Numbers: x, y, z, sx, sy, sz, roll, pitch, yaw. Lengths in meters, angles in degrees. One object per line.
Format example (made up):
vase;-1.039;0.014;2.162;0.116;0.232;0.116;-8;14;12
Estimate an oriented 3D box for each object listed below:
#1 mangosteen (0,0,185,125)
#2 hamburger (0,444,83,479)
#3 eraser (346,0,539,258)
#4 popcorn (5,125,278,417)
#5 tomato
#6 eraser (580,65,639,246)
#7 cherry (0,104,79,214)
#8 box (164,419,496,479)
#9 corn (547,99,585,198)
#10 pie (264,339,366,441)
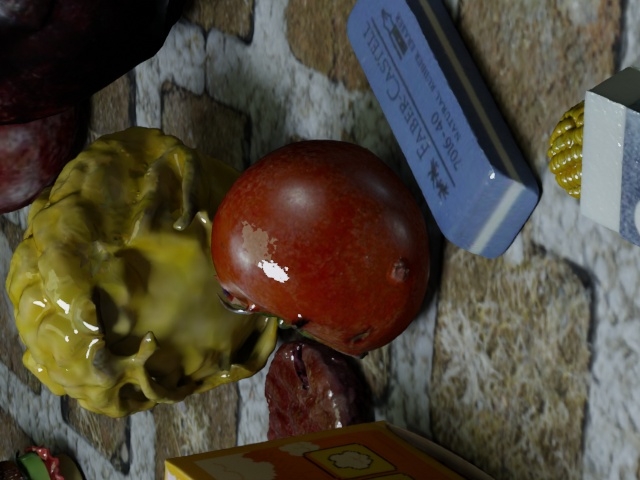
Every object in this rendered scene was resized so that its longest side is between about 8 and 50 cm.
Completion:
mangosteen;-0.271;-0.296;1.682;0.381;0.421;0.381;13;125;19
hamburger;-0.337;0.314;2.116;0.175;0.137;0.175;29;122;59
eraser;0.084;-0.095;1.372;0.082;0.036;0.225;-58;46;46
popcorn;-0.140;0.024;1.587;0.190;0.250;0.250;-8;89;48
tomato;0.000;0.000;1.437;0.167;0.167;0.167;19;112;59
eraser;0.236;-0.017;1.024;0.212;0.046;0.092;29;136;36
cherry;-0.351;-0.135;1.991;0.300;0.203;0.230;136;122;-72
box;0.030;0.313;1.372;0.259;0.213;0.284;28;121;53
corn;0.204;-0.070;1.128;0.207;0.068;0.068;-24;74;58
pie;-0.003;0.154;1.582;0.153;0.038;0.154;29;123;57
